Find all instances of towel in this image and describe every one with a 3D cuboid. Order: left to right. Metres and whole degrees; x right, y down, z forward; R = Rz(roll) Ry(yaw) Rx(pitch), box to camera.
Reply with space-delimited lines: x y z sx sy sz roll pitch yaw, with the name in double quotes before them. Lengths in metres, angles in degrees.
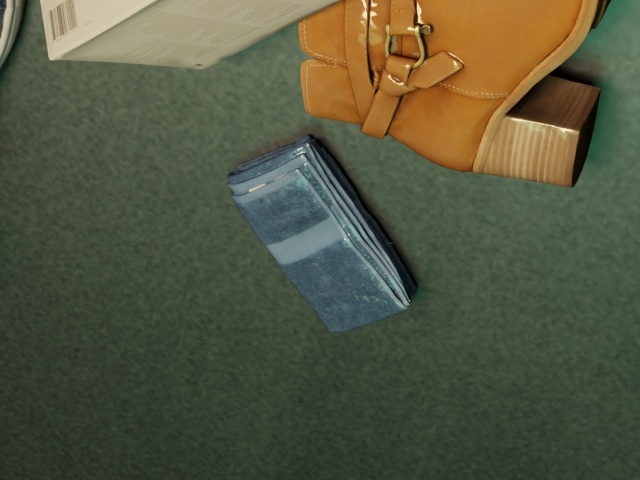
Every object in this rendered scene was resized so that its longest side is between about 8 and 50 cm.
"towel" 0.000 0.000 0.816 0.067 0.029 0.119 -23 114 31

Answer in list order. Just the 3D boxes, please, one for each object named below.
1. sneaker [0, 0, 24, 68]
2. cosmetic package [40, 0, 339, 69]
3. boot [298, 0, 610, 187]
"sneaker" -0.252 -0.068 0.777 0.099 0.153 0.282 28 128 -2
"cosmetic package" -0.023 -0.142 0.640 0.239 0.099 0.060 -19 76 45
"boot" 0.064 -0.121 0.686 0.152 0.073 0.197 16 122 16
